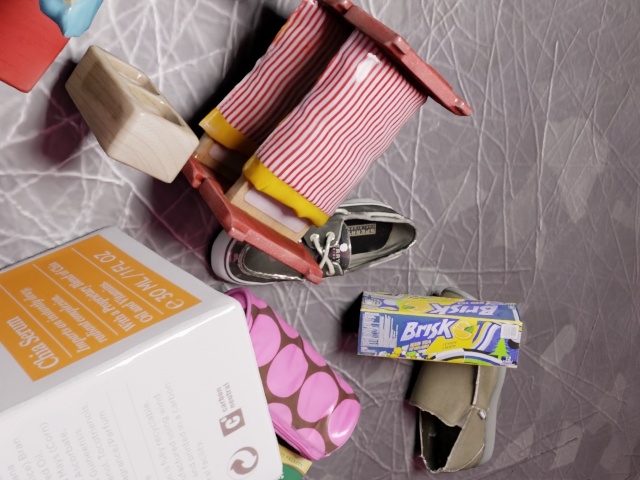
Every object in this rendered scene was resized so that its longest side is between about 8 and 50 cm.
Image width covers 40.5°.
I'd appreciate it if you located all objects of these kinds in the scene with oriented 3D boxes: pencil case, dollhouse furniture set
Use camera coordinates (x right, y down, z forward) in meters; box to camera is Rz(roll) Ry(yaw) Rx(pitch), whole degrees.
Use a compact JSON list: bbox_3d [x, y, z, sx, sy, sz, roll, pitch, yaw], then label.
[{"bbox_3d":[-0.044,0.141,0.852,0.095,0.098,0.209,-27,130,24],"label":"pencil case"},{"bbox_3d":[-0.086,-0.137,0.636,0.201,0.152,0.374,-50,136,10],"label":"dollhouse furniture set"}]

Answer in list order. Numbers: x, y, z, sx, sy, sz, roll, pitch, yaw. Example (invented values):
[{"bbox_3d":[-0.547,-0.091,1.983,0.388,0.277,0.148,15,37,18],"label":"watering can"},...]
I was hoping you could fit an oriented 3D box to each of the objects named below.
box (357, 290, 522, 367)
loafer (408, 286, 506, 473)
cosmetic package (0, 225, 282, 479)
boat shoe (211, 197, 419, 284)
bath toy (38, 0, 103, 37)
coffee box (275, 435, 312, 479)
[{"bbox_3d":[0.126,0.094,0.926,0.169,0.059,0.054,5,107,4],"label":"box"},{"bbox_3d":[0.156,0.175,1.014,0.087,0.094,0.251,-23,118,-34],"label":"loafer"},{"bbox_3d":[-0.282,0.165,0.597,0.453,0.230,0.161,-26,119,-29],"label":"cosmetic package"},{"bbox_3d":[0.000,0.000,0.852,0.219,0.070,0.077,-14,113,-33],"label":"boat shoe"},{"bbox_3d":[-0.267,-0.238,0.460,0.348,0.151,0.129,25,118,-2],"label":"bath toy"},{"bbox_3d":[-0.100,0.277,0.890,0.113,0.040,0.184,42,79,-38],"label":"coffee box"}]
